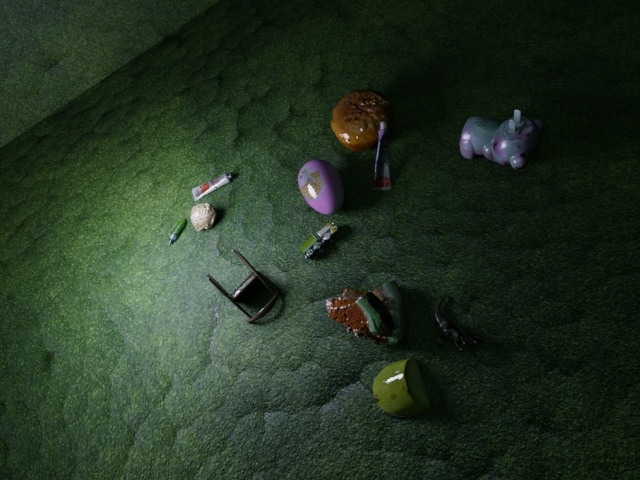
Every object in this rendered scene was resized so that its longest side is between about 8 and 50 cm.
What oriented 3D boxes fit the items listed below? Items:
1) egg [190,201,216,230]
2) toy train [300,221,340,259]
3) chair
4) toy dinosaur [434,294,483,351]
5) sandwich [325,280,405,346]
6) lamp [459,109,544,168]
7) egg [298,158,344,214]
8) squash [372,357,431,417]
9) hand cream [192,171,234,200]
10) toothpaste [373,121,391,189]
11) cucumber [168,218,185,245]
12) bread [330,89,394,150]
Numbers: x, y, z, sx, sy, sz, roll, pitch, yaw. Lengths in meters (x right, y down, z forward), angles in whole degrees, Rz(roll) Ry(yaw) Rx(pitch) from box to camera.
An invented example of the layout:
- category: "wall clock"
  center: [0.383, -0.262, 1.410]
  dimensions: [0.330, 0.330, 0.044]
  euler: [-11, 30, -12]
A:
- category: "egg"
  center: [-0.560, -0.116, 1.948]
  dimensions: [0.140, 0.116, 0.118]
  euler: [-44, 62, 20]
- category: "toy train"
  center: [0.000, 0.000, 1.765]
  dimensions: [0.202, 0.060, 0.081]
  euler: [-43, 55, -11]
- category: "chair"
  center: [-0.321, 0.190, 1.705]
  dimensions: [0.188, 0.166, 0.272]
  euler: [-45, 103, -11]
- category: "toy dinosaur"
  center: [0.491, 0.314, 1.489]
  dimensions: [0.187, 0.087, 0.179]
  euler: [31, 37, 11]
- category: "sandwich"
  center: [0.165, 0.253, 1.528]
  dimensions: [0.300, 0.162, 0.251]
  euler: [0, 59, 12]
- category: "lamp"
  center: [0.749, -0.439, 1.692]
  dimensions: [0.301, 0.247, 0.247]
  euler: [23, 68, 33]
- category: "egg"
  center: [0.011, -0.238, 1.812]
  dimensions: [0.196, 0.196, 0.271]
  euler: [-38, 64, -6]
- category: "squash"
  center: [0.269, 0.508, 1.407]
  dimensions: [0.183, 0.085, 0.192]
  euler: [-17, 58, 5]
- category: "hand cream"
  center: [-0.549, -0.281, 2.077]
  dimensions: [0.233, 0.050, 0.080]
  euler: [-26, 63, 8]
- category: "toothpaste"
  center: [0.280, -0.376, 1.829]
  dimensions: [0.075, 0.048, 0.302]
  euler: [-1, 94, -18]
- category: "cucumber"
  center: [-0.700, -0.042, 1.993]
  dimensions: [0.037, 0.037, 0.155]
  euler: [17, 69, 23]
- category: "bread"
  center: [0.207, -0.574, 1.953]
  dimensions: [0.311, 0.172, 0.313]
  euler: [-5, 66, 12]
